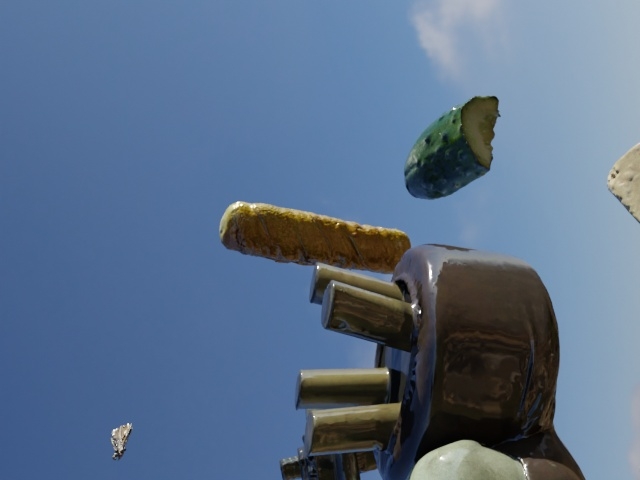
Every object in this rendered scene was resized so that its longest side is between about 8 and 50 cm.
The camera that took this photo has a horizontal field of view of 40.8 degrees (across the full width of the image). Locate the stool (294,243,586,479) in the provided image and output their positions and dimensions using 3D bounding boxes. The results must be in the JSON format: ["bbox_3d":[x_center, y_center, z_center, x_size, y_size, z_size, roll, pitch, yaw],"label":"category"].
[{"bbox_3d":[0.055,0.081,0.410,0.217,0.121,0.125,-96,17,-52],"label":"stool"}]

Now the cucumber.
[{"bbox_3d":[0.088,-0.066,0.646,0.035,0.107,0.067,21,-115,-20],"label":"cucumber"}]

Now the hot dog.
[{"bbox_3d":[-0.001,-0.002,1.227,0.061,0.285,0.088,-178,92,-71],"label":"hot dog"}]

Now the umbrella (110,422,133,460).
[{"bbox_3d":[-0.238,0.240,1.028,0.020,0.031,0.083,64,176,-9],"label":"umbrella"}]

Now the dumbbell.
[{"bbox_3d":[0.093,0.248,1.048,0.192,0.289,0.192,169,90,-87],"label":"dumbbell"}]

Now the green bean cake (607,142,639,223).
[{"bbox_3d":[0.435,-0.029,1.040,0.109,0.085,0.179,28,-155,-44],"label":"green bean cake"}]
